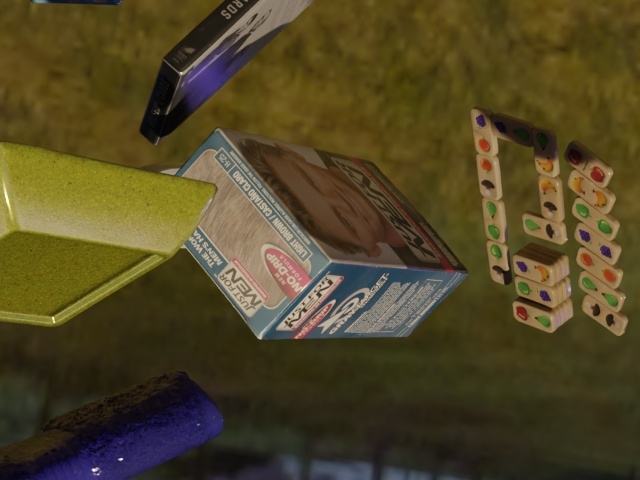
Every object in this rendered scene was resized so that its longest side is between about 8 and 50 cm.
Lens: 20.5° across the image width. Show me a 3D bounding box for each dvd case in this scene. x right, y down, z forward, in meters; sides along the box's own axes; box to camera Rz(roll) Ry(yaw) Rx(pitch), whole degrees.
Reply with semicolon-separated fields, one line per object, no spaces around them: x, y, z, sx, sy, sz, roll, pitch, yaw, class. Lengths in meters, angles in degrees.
-0.074;-0.205;1.694;0.029;0.238;0.179;42;158;3;dvd case

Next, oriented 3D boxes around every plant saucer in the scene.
-0.190;0.007;1.164;0.188;0.045;0.188;10;149;-45;plant saucer

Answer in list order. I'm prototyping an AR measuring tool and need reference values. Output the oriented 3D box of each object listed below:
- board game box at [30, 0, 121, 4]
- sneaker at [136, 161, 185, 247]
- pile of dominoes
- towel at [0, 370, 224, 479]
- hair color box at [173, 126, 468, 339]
-0.230;-0.352;2.062;0.160;0.211;0.039;9;139;44;board game box
-0.147;-0.044;1.954;0.091;0.094;0.258;21;-172;34;sneaker
0.246;-0.012;1.971;0.196;0.251;0.040;21;-137;41;pile of dominoes
-0.241;0.187;1.378;0.308;0.076;0.227;-24;176;-20;towel
0.000;0.000;1.722;0.174;0.105;0.347;49;-163;19;hair color box
